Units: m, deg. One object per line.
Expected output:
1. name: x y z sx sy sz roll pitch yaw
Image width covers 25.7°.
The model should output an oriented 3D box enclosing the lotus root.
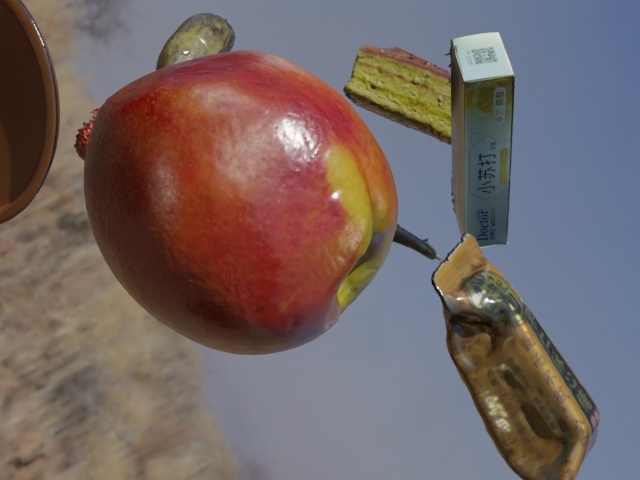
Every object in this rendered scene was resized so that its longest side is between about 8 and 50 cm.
1. lotus root: -0.173 -0.256 1.921 0.080 0.179 0.089 28 -48 8

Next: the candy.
1. candy: 0.194 0.125 1.436 0.271 0.101 0.143 62 26 -3

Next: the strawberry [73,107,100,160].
1. strawberry: -0.271 -0.124 1.787 0.083 0.073 0.073 37 -7 3

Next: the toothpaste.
1. toothpaste: 0.203 -0.119 1.793 0.313 0.071 0.089 84 -5 -49

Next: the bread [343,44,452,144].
1. bread: 0.162 -0.220 2.161 0.234 0.110 0.184 25 6 8

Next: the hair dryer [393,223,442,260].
1. hair dryer: 0.000 0.000 1.851 0.359 0.303 0.120 21 3 37

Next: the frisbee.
1. frisbee: -0.334 -0.134 1.308 0.021 0.251 0.251 -20 80 -53

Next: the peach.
1. peach: -0.089 -0.045 1.401 0.332 0.308 0.308 36 -16 24
